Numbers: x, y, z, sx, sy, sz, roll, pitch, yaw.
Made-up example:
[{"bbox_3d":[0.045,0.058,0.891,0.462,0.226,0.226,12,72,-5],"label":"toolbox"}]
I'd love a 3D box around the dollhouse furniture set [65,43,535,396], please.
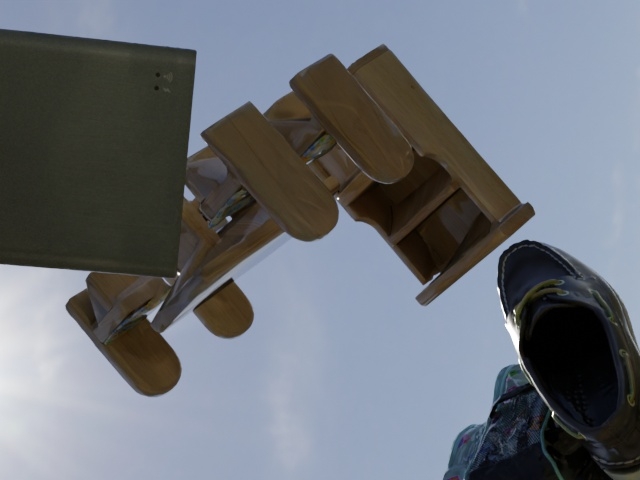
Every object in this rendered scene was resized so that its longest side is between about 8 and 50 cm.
[{"bbox_3d":[0.000,0.000,1.590,0.394,0.256,0.362,-37,-6,-43],"label":"dollhouse furniture set"}]

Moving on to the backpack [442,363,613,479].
[{"bbox_3d":[0.186,0.172,1.136,0.166,0.144,0.188,47,-138,-15],"label":"backpack"}]

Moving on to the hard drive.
[{"bbox_3d":[-0.122,-0.037,0.608,0.022,0.135,0.094,-157,72,-79],"label":"hard drive"}]

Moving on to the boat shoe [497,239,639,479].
[{"bbox_3d":[0.174,0.066,1.042,0.081,0.228,0.068,-39,-51,11],"label":"boat shoe"}]
